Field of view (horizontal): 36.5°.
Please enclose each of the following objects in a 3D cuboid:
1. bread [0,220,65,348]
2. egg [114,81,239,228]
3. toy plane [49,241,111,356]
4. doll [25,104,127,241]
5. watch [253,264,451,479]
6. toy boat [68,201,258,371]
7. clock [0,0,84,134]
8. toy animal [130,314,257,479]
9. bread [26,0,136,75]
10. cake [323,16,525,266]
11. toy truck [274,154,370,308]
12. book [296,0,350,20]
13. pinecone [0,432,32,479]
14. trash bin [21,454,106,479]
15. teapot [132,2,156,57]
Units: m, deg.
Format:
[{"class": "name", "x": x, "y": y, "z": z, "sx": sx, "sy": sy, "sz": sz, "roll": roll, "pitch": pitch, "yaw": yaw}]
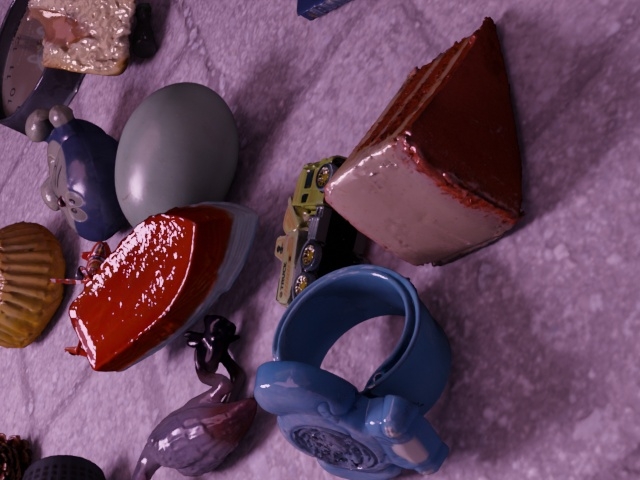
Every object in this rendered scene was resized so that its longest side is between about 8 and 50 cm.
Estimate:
[{"class": "bread", "x": -0.557, "y": 0.075, "z": 1.738, "sx": 0.240, "sy": 0.139, "sz": 0.240, "roll": -15, "pitch": 67, "yaw": 39}, {"class": "egg", "x": -0.204, "y": -0.110, "z": 1.372, "sx": 0.168, "sy": 0.168, "sz": 0.231, "roll": 28, "pitch": 102, "yaw": 52}, {"class": "toy plane", "x": -0.361, "y": 0.094, "z": 1.563, "sx": 0.077, "sy": 0.126, "sz": 0.194, "roll": -81, "pitch": -12, "yaw": -66}, {"class": "doll", "x": -0.396, "y": -0.105, "z": 1.620, "sx": 0.258, "sy": 0.154, "sz": 0.228, "roll": -126, "pitch": 30, "yaw": -54}, {"class": "watch", "x": 0.047, "y": 0.127, "z": 0.988, "sx": 0.211, "sy": 0.211, "sz": 0.193, "roll": -19, "pitch": 43, "yaw": 45}, {"class": "toy boat", "x": -0.201, "y": 0.054, "z": 1.319, "sx": 0.332, "sy": 0.133, "sz": 0.145, "roll": -41, "pitch": 68, "yaw": 35}, {"class": "clock", "x": -0.586, "y": -0.410, "z": 2.032, "sx": 0.386, "sy": 0.076, "sz": 0.386, "roll": -23, "pitch": 58, "yaw": 43}, {"class": "toy animal", "x": -0.176, "y": 0.257, "z": 1.247, "sx": 0.324, "sy": 0.090, "sz": 0.195, "roll": -59, "pitch": 33, "yaw": -2}, {"class": "bread", "x": -0.394, "y": -0.389, "z": 1.761, "sx": 0.224, "sy": 0.211, "sz": 0.184, "roll": 11, "pitch": 96, "yaw": 16}, {"class": "cake", "x": 0.097, "y": -0.125, "z": 1.024, "sx": 0.158, "sy": 0.159, "sz": 0.262, "roll": -31, "pitch": 51, "yaw": 43}, {"class": "toy truck", "x": 0.000, "y": 0.000, "z": 1.151, "sx": 0.116, "sy": 0.085, "sz": 0.191, "roll": 1, "pitch": 78, "yaw": 55}, {"class": "book", "x": 0.130, "y": -0.479, "z": 1.230, "sx": 0.428, "sy": 0.039, "sz": 0.300, "roll": -14, "pitch": 64, "yaw": 47}, {"class": "pinecone", "x": -0.533, "y": 0.373, "z": 1.624, "sx": 0.109, "sy": 0.102, "sz": 0.102, "roll": 162, "pitch": 124, "yaw": -80}, {"class": "trash bin", "x": -0.365, "y": 0.400, "z": 1.373, "sx": 0.175, "sy": 0.175, "sz": 0.161, "roll": -47, "pitch": 31, "yaw": 27}, {"class": "teapot", "x": -0.314, "y": -0.376, "z": 1.723, "sx": 0.043, "sy": 0.042, "sz": 0.111, "roll": -39, "pitch": 44, "yaw": 34}]
